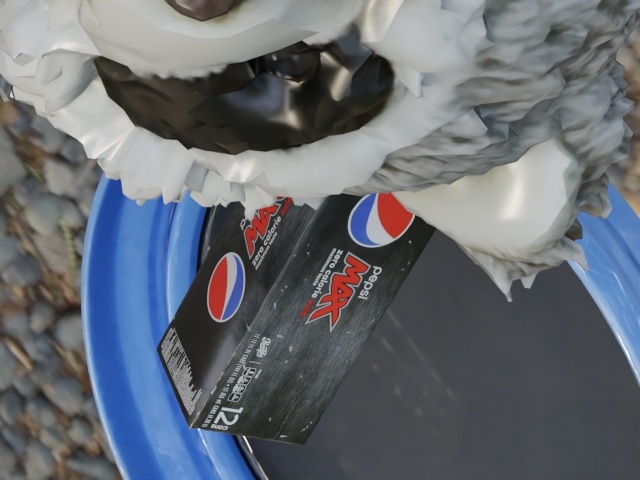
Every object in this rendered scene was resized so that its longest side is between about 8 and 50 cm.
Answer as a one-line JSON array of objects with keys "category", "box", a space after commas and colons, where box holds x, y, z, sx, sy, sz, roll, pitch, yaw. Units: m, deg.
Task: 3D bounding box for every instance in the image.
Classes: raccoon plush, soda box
[{"category": "raccoon plush", "box": [-0.044, -0.175, 0.514, 0.299, 0.446, 0.216, 13, 132, -5]}, {"category": "soda box", "box": [0.000, 0.000, 0.720, 0.060, 0.053, 0.169, 13, 119, -34]}]

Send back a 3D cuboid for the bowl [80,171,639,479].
[{"category": "bowl", "box": [0.036, 0.088, 0.934, 0.077, 0.391, 0.391, -28, 110, -42]}]
